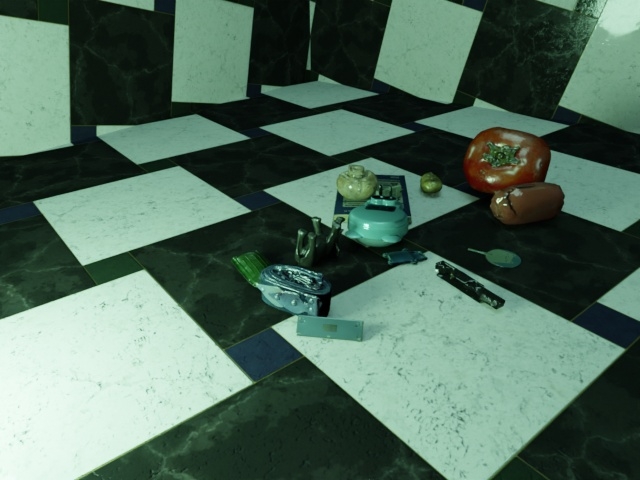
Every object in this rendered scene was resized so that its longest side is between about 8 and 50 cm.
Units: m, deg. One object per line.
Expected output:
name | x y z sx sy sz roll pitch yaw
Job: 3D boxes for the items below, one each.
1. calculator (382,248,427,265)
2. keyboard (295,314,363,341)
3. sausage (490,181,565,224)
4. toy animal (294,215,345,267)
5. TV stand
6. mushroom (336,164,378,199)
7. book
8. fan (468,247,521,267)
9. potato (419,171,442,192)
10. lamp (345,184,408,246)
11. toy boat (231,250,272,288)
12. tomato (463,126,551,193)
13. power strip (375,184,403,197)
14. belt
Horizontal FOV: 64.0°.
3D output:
calculator | 0.281 0.055 1.691 0.141 0.019 0.094 -6 30 -14
keyboard | 0.025 0.231 1.350 0.176 0.014 0.055 4 66 7
sausage | 0.770 -0.140 1.908 0.279 0.152 0.152 -6 29 -11
toy animal | -0.003 -0.003 1.669 0.245 0.146 0.114 -24 43 -34
TV stand | 0.439 0.134 1.524 0.036 0.042 0.249 -15 32 -30
mushroom | 0.145 -0.229 2.017 0.166 0.127 0.166 -4 35 3
book | 0.211 -0.180 2.096 0.299 0.039 0.428 2 29 5
fan | 0.578 0.051 1.710 0.175 0.005 0.113 17 33 25
potato | 0.467 -0.237 2.168 0.091 0.070 0.138 4 30 4
lamp | 0.205 -0.071 1.783 0.209 0.147 0.284 8 44 13
toy boat | -0.201 0.089 1.600 0.104 0.052 0.210 -14 33 -28
tomato | 0.758 -0.316 2.091 0.325 0.293 0.289 12 -1 31
power strip | 0.273 -0.186 2.012 0.136 0.051 0.019 -16 26 -27
belt | -0.068 0.131 1.440 0.218 0.129 0.122 16 32 24
